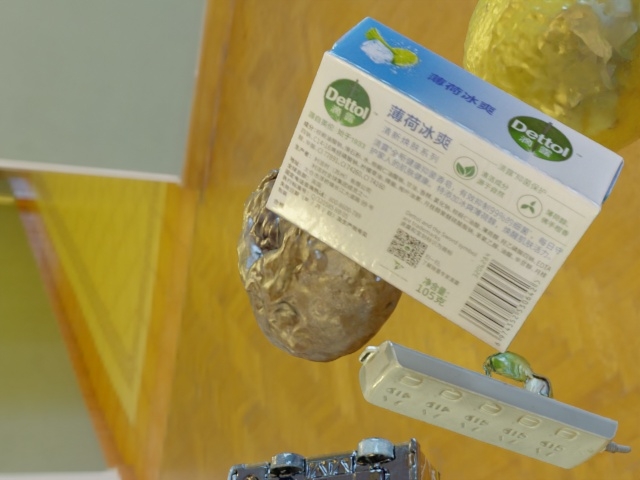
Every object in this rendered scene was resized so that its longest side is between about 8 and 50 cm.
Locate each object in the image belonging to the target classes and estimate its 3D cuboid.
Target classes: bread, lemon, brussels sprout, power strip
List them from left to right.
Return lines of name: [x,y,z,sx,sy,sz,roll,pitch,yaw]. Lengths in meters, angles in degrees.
bread: [0.000,0.000,1.045,0.230,0.123,0.230,-44,35,42]
power strip: [0.146,0.140,0.869,0.060,0.252,0.027,125,159,-45]
brussels sprout: [0.207,0.148,1.101,0.083,0.051,0.046,56,175,2]
lemon: [0.297,-0.226,1.245,0.322,0.268,0.268,-53,29,5]

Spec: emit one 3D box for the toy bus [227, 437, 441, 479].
toy bus: [0.026,0.430,1.697,0.194,0.323,0.162,51,-147,-50]

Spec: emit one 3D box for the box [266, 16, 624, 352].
box: [0.076,-0.037,0.708,0.073,0.194,0.139,-48,-13,-49]
